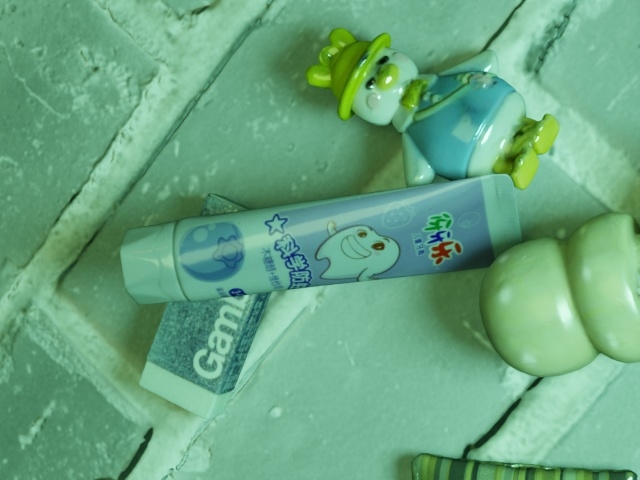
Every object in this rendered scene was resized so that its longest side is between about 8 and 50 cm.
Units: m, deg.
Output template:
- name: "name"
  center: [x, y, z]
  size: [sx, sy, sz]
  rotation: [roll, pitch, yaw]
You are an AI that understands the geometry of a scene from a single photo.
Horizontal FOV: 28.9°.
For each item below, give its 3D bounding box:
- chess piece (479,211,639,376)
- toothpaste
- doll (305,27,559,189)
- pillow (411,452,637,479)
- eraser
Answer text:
- name: "chess piece"
  center: [0.284, 0.036, 1.070]
  size: [0.299, 0.167, 0.167]
  rotation: [-19, 84, 26]
- name: "toothpaste"
  center: [0.000, 0.000, 1.160]
  size: [0.371, 0.125, 0.080]
  rotation: [-8, 48, 9]
- name: "doll"
  center: [0.100, -0.123, 1.155]
  size: [0.241, 0.098, 0.135]
  rotation: [28, 112, 16]
- name: "pillow"
  center: [0.183, 0.309, 1.148]
  size: [0.212, 0.052, 0.208]
  rotation: [1, 87, 19]
- name: "eraser"
  center: [-0.105, 0.066, 1.256]
  size: [0.091, 0.046, 0.213]
  rotation: [24, 99, 17]
